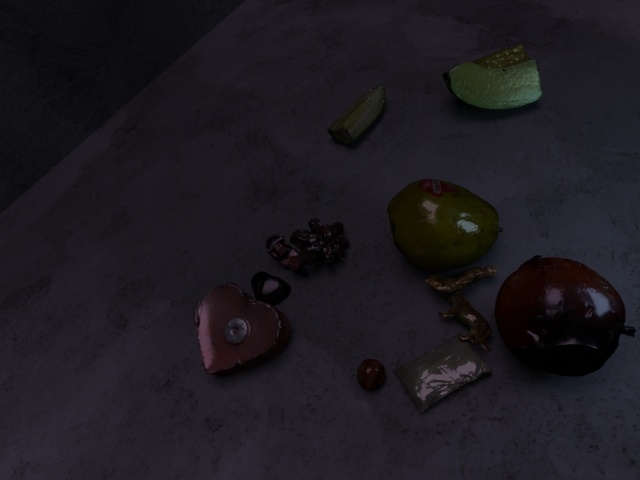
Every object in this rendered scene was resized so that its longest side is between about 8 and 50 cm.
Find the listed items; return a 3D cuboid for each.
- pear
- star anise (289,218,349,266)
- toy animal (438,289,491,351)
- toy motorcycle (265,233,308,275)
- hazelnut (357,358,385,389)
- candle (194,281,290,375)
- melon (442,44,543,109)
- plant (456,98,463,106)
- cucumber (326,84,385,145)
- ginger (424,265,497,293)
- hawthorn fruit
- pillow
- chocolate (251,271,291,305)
[{"bbox_3d":[0.392,-0.045,1.395,0.376,0.287,0.287,3,52,-5],"label":"pear"},{"bbox_3d":[0.001,-0.005,1.572,0.215,0.098,0.219,6,44,-12],"label":"star anise"},{"bbox_3d":[0.419,0.223,1.285,0.099,0.056,0.241,-19,40,-17],"label":"toy animal"},{"bbox_3d":[-0.128,0.047,1.594,0.084,0.118,0.212,-45,53,-5],"label":"toy motorcycle"},{"bbox_3d":[0.145,0.381,1.275,0.086,0.086,0.086,-10,51,12],"label":"hazelnut"},{"bbox_3d":[-0.263,0.307,1.440,0.317,0.131,0.287,18,74,27],"label":"candle"},{"bbox_3d":[0.669,-0.658,1.789,0.344,0.226,0.330,-13,65,11],"label":"melon"},{"bbox_3d":[0.594,-0.613,1.892,0.051,0.051,0.102,9,63,25],"label":"plant"},{"bbox_3d":[0.176,-0.546,1.958,0.145,0.105,0.325,4,51,55],"label":"cucumber"},{"bbox_3d":[0.422,0.120,1.354,0.193,0.052,0.176,-5,18,36],"label":"ginger"},{"bbox_3d":[0.589,0.191,1.127,0.316,0.315,0.315,-10,51,12],"label":"hawthorn fruit"},{"bbox_3d":[0.334,0.361,1.237,0.230,0.050,0.148,-27,40,-3],"label":"pillow"},{"bbox_3d":[-0.193,0.164,1.553,0.149,0.080,0.125,23,64,30],"label":"chocolate"}]
